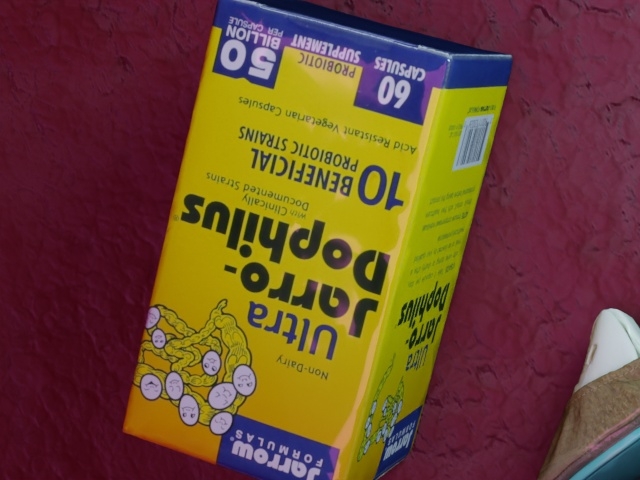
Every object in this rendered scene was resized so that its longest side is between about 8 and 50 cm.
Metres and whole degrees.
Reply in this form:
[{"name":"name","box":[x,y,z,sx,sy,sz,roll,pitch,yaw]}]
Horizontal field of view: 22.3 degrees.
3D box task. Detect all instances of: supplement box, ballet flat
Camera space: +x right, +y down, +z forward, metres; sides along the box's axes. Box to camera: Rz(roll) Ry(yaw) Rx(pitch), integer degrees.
[{"name":"supplement box","box":[0.000,0.000,1.299,0.194,0.195,0.356,17,102,18]},{"name":"ballet flat","box":[0.289,0.081,1.256,0.342,0.116,0.124,-37,62,19]}]
